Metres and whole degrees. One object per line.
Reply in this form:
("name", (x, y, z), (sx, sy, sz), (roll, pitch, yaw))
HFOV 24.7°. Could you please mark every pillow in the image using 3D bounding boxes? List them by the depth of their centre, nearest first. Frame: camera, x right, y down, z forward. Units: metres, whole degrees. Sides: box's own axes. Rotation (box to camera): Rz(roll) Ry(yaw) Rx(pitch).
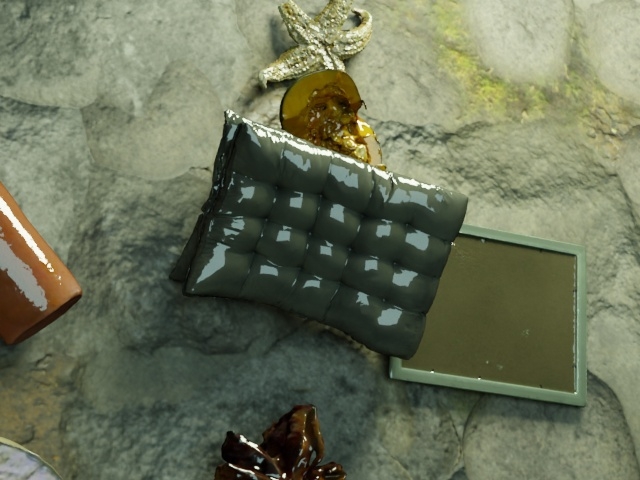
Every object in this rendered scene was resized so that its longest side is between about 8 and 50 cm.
("pillow", (0.000, 0.000, 1.811), (0.326, 0.101, 0.228), (19, 93, -15))

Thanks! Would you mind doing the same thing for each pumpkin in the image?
("pumpkin", (0.010, -0.136, 1.888), (0.119, 0.107, 0.183), (-21, 105, -10))

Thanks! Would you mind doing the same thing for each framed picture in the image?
("framed picture", (0.226, 0.094, 1.954), (0.296, 0.019, 0.232), (11, 70, -19))

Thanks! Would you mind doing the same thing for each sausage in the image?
("sausage", (-0.392, -0.007, 1.685), (0.113, 0.113, 0.259), (-39, 91, -27))

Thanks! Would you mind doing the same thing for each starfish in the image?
("starfish", (-0.004, -0.262, 1.954), (0.210, 0.053, 0.150), (-35, 84, -26))

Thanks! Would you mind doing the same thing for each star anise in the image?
("star anise", (-0.057, 0.302, 1.710), (0.220, 0.126, 0.190), (-38, 120, -49))

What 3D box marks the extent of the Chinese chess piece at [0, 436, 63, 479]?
("Chinese chess piece", (-0.381, 0.338, 1.548), (0.270, 0.112, 0.270), (8, 76, -34))
